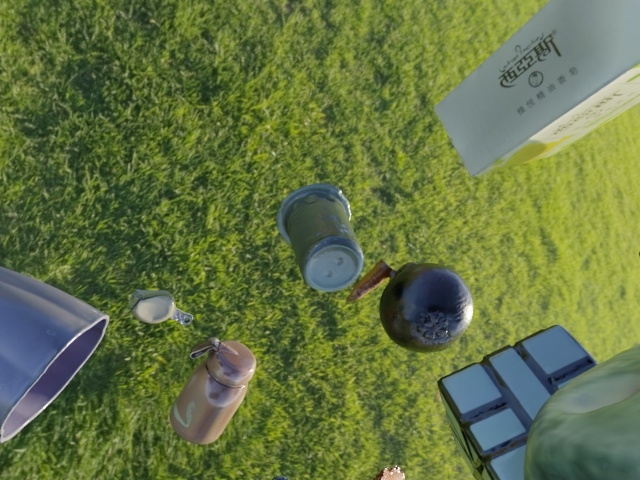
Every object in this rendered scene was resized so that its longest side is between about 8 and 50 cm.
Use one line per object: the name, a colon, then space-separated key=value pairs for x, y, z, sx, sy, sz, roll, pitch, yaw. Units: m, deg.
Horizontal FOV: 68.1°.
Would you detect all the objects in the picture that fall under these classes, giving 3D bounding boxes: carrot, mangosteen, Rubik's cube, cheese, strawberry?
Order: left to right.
cheese: x=-0.404 y=0.172 z=1.223 sx=0.171 sy=0.092 sz=0.047 roll=13 pitch=22 yaw=-32
carrot: x=0.170 y=0.153 z=1.676 sx=0.205 sy=0.072 sz=0.072 roll=-41 pitch=106 yaw=-3
strawberry: x=0.172 y=0.724 z=1.298 sx=0.236 sy=0.107 sz=0.175 roll=42 pitch=28 yaw=-57
mangosteen: x=0.332 y=0.212 z=1.517 sx=0.293 sy=0.298 sz=0.296 roll=1 pitch=66 yaw=-87
Rubik's cube: x=0.421 y=0.381 z=0.891 sx=0.293 sy=0.284 sz=0.288 roll=-120 pitch=-175 yaw=-49

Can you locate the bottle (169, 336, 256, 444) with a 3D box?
bottle: x=-0.320 y=0.427 z=1.380 sx=0.207 sy=0.296 sz=0.173 roll=29 pitch=20 yaw=-11

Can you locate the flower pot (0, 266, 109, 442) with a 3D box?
flower pot: x=-0.570 y=0.183 z=0.850 sx=0.243 sy=0.265 sz=0.265 roll=34 pitch=51 yaw=-6

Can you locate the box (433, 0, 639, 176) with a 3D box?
box: x=0.290 y=-0.188 z=0.525 sx=0.195 sy=0.260 sz=0.110 roll=-16 pitch=78 yaw=-34

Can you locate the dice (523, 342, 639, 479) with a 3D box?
dice: x=0.392 y=0.231 z=0.339 sx=0.331 sy=0.348 sz=0.327 roll=-23 pitch=78 yaw=-13

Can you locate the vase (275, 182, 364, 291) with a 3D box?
vase: x=0.000 y=0.000 z=1.390 sx=0.245 sy=0.245 sz=0.291 roll=35 pitch=20 yaw=-28

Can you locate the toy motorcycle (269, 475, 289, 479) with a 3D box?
toy motorcycle: x=-0.084 y=0.940 z=1.551 sx=0.327 sy=0.143 sz=0.188 roll=48 pitch=56 yaw=-8
